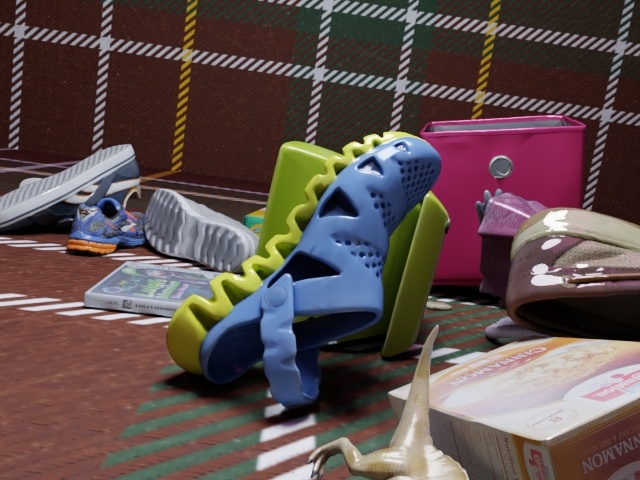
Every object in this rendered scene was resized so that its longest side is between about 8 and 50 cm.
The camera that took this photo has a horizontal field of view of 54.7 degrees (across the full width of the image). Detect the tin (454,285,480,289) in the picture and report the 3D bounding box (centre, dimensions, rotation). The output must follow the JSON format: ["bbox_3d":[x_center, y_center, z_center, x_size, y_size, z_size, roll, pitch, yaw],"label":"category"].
[{"bbox_3d":[0.244,0.060,1.202,0.189,0.040,0.106,11,6,21],"label":"tin"}]

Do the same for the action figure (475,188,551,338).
[{"bbox_3d":[0.334,0.067,0.690,0.248,0.276,0.370,-6,24,-36],"label":"action figure"}]

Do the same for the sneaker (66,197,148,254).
[{"bbox_3d":[-0.360,-0.032,1.089,0.083,0.087,0.221,9,10,5],"label":"sneaker"}]

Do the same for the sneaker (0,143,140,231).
[{"bbox_3d":[-0.468,-0.070,1.179,0.126,0.128,0.321,8,32,38],"label":"sneaker"}]

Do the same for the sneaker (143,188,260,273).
[{"bbox_3d":[-0.204,-0.006,1.090,0.281,0.105,0.115,28,8,34],"label":"sneaker"}]

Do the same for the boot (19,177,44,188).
[{"bbox_3d":[-0.560,-0.090,1.372,0.189,0.069,0.086,17,3,4],"label":"boot"}]

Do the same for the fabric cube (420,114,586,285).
[{"bbox_3d":[0.310,-0.078,1.091,0.254,0.258,0.259,1,14,14],"label":"fabric cube"}]

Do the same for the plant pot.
[{"bbox_3d":[0.040,0.009,0.785,0.207,0.227,0.228,15,9,4],"label":"plant pot"}]

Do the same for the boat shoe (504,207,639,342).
[{"bbox_3d":[0.316,0.072,0.484,0.341,0.123,0.123,17,41,14],"label":"boat shoe"}]

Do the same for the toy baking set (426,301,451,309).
[{"bbox_3d":[0.073,0.071,1.000,0.256,0.030,0.196,14,11,35],"label":"toy baking set"}]

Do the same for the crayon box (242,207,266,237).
[{"bbox_3d":[0.000,0.000,1.213,0.278,0.081,0.165,9,10,8],"label":"crayon box"}]

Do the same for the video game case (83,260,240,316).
[{"bbox_3d":[-0.201,0.065,0.836,0.173,0.022,0.190,7,10,-4],"label":"video game case"}]

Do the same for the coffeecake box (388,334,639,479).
[{"bbox_3d":[0.150,0.117,0.401,0.142,0.068,0.185,-16,-1,-19],"label":"coffeecake box"}]

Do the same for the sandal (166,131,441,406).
[{"bbox_3d":[0.012,0.034,0.583,0.138,0.317,0.126,37,-8,34],"label":"sandal"}]

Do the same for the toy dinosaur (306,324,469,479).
[{"bbox_3d":[0.043,0.141,0.363,0.092,0.053,0.183,-19,33,24],"label":"toy dinosaur"}]
